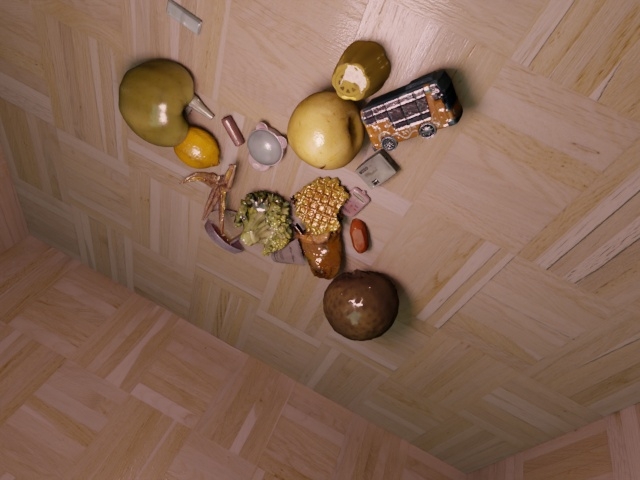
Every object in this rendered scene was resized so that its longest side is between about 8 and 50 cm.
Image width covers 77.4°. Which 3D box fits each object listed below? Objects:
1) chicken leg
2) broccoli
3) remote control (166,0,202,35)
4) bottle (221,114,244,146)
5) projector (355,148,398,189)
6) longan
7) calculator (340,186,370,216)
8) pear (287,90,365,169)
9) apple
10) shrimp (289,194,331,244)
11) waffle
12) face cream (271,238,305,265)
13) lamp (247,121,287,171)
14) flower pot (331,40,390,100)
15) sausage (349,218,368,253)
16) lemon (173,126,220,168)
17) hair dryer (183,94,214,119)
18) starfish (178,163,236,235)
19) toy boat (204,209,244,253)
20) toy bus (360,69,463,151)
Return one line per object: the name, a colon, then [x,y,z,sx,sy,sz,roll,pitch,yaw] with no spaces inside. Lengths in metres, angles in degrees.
chicken leg: [0.000,0.000,2.034,0.295,0.182,0.409,33,129,21]
broccoli: [-0.310,-0.073,2.018,0.294,0.281,0.347,10,117,17]
remote control: [-0.554,-0.902,1.617,0.162,0.029,0.061,33,133,-2]
bottle: [-0.407,-0.508,1.862,0.053,0.053,0.140,-8,123,32]
projector: [0.240,-0.304,1.702,0.115,0.061,0.147,46,133,-13]
longan: [0.206,0.322,2.045,0.392,0.391,0.390,14,132,16]
calculator: [0.156,-0.179,1.872,0.100,0.032,0.175,39,134,-8]
pear: [0.017,-0.425,1.557,0.310,0.309,0.309,14,132,16]
apple: [-0.746,-0.619,1.809,0.361,0.320,0.311,21,154,21]
shrimp: [-0.070,-0.091,1.967,0.289,0.075,0.178,41,115,11]
waffle: [0.009,-0.158,1.860,0.292,0.051,0.290,1,94,17]
face cream: [-0.169,0.071,2.145,0.314,0.089,0.143,-12,94,58]
lamp: [-0.262,-0.411,1.835,0.180,0.108,0.246,38,135,-1]
flower pot: [0.131,-0.593,1.429,0.195,0.179,0.195,15,131,18]
sausage: [0.190,-0.019,1.957,0.089,0.089,0.179,-3,116,29]
lemon: [-0.595,-0.442,1.923,0.257,0.188,0.188,31,135,-9]
hair dryer: [-0.590,-0.596,1.890,0.167,0.067,0.199,32,146,-9]
starfish: [-0.558,-0.240,2.067,0.398,0.132,0.383,20,111,33]
toy boat: [-0.519,-0.076,2.266,0.276,0.111,0.293,32,124,-6]
toy bus: [0.327,-0.466,1.453,0.324,0.161,0.194,-12,119,36]
